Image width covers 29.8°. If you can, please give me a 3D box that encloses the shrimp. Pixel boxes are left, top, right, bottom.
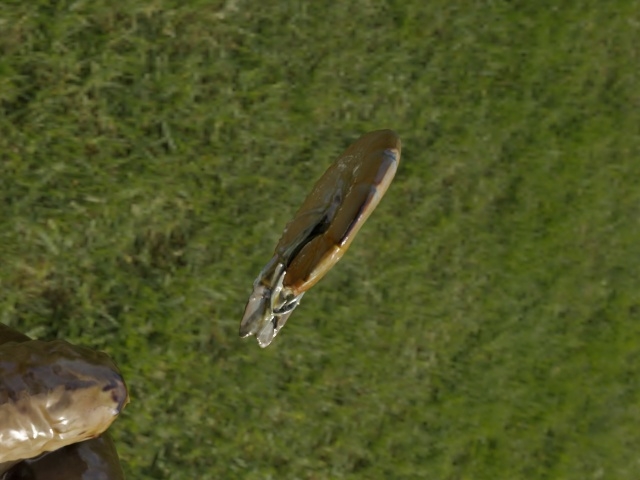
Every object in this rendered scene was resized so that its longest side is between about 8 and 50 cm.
[{"bbox_3d":[0.000,0.000,0.495,0.023,0.059,0.108,31,94,-16],"label":"shrimp"}]

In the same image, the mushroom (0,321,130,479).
[{"bbox_3d":[-0.296,0.204,0.867,0.345,0.345,0.239,-37,120,-38],"label":"mushroom"}]
